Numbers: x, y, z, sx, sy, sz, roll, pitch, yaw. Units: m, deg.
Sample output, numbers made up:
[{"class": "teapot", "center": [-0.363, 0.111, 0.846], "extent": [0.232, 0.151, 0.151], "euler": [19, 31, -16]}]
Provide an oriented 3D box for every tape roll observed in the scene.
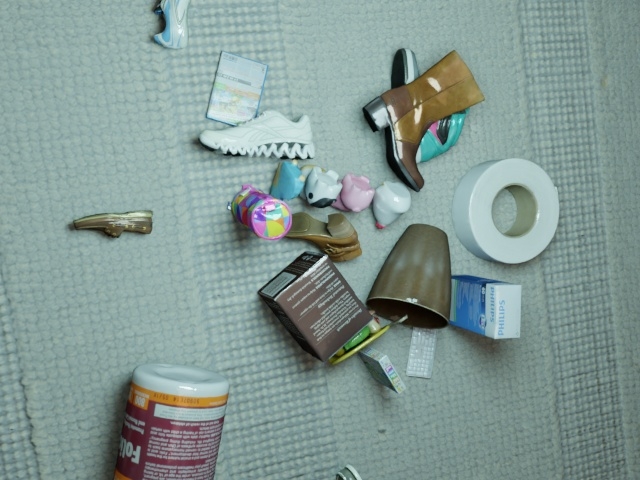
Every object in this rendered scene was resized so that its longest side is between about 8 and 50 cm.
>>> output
[{"class": "tape roll", "center": [0.505, -0.081, 1.964], "extent": [0.286, 0.100, 0.286], "euler": [-1, 93, -19]}]

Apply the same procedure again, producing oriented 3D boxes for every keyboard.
[{"class": "keyboard", "center": [0.283, 0.242, 1.950], "extent": [0.072, 0.014, 0.256], "euler": [9, 90, -19]}]

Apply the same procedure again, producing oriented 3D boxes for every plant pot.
[{"class": "plant pot", "center": [0.248, 0.082, 1.847], "extent": [0.215, 0.215, 0.230], "euler": [24, 69, -18]}]

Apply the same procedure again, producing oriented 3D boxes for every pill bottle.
[{"class": "pill bottle", "center": [-0.347, 0.493, 1.637], "extent": [0.224, 0.224, 0.392], "euler": [10, 89, -19]}]

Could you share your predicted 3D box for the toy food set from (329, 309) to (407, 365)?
[{"class": "toy food set", "center": [0.102, 0.231, 1.838], "extent": [0.218, 0.128, 0.071], "euler": [-31, 85, -16]}]

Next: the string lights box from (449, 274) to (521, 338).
[{"class": "string lights box", "center": [0.410, 0.165, 1.859], "extent": [0.076, 0.259, 0.133], "euler": [0, 93, -19]}]

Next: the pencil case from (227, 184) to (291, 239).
[{"class": "pencil case", "center": [-0.142, -0.067, 1.679], "extent": [0.104, 0.236, 0.104], "euler": [-5, 103, -20]}]

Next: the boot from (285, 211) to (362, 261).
[{"class": "boot", "center": [0.000, 0.000, 1.804], "extent": [0.152, 0.197, 0.073], "euler": [58, 39, -49]}]

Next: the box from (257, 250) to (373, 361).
[{"class": "box", "center": [-0.015, 0.156, 1.761], "extent": [0.167, 0.168, 0.203], "euler": [-40, 105, -14]}]

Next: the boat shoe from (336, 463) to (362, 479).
[{"class": "boat shoe", "center": [0.081, 0.730, 1.856], "extent": [0.091, 0.109, 0.305], "euler": [-16, 101, -22]}]

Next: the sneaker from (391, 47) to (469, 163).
[{"class": "sneaker", "center": [0.290, -0.354, 1.861], "extent": [0.178, 0.124, 0.295], "euler": [-12, 104, -13]}]

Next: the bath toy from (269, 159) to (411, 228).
[{"class": "bath toy", "center": [0.056, -0.111, 1.797], "extent": [0.348, 0.151, 0.129], "euler": [11, 126, -22]}]

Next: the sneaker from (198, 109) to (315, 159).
[{"class": "sneaker", "center": [-0.151, -0.255, 1.726], "extent": [0.292, 0.110, 0.118], "euler": [-1, 98, -26]}]

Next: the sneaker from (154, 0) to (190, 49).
[{"class": "sneaker", "center": [-0.334, -0.561, 1.662], "extent": [0.086, 0.085, 0.237], "euler": [8, 87, -12]}]

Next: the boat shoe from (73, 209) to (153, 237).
[{"class": "boat shoe", "center": [-0.471, -0.034, 1.650], "extent": [0.178, 0.064, 0.060], "euler": [-5, 93, -21]}]

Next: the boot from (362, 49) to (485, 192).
[{"class": "boot", "center": [0.279, -0.290, 1.791], "extent": [0.280, 0.096, 0.264], "euler": [-31, 98, -6]}]

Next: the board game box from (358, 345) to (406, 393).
[{"class": "board game box", "center": [0.152, 0.324, 1.835], "extent": [0.026, 0.154, 0.103], "euler": [-35, 103, -14]}]

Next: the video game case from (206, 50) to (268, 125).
[{"class": "video game case", "center": [-0.202, -0.362, 1.752], "extent": [0.119, 0.015, 0.166], "euler": [14, 88, -20]}]
